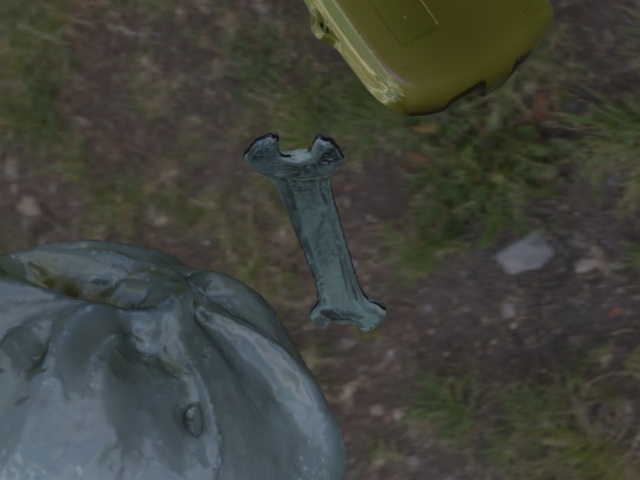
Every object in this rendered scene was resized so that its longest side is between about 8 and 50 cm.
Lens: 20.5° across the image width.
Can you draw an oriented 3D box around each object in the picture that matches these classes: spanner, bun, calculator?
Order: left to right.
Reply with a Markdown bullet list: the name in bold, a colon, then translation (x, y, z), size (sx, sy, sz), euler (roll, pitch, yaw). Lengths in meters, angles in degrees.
- **bun**: translation (-0.151, 0.103, 1.168), size (0.354, 0.354, 0.194), euler (21, 111, 27)
- **spanner**: translation (0.000, 0.000, 1.319), size (0.071, 0.302, 0.017), euler (-5, 61, 6)
- **calculator**: translation (0.062, -0.156, 1.070), size (0.033, 0.236, 0.157), euler (-35, 89, 39)
